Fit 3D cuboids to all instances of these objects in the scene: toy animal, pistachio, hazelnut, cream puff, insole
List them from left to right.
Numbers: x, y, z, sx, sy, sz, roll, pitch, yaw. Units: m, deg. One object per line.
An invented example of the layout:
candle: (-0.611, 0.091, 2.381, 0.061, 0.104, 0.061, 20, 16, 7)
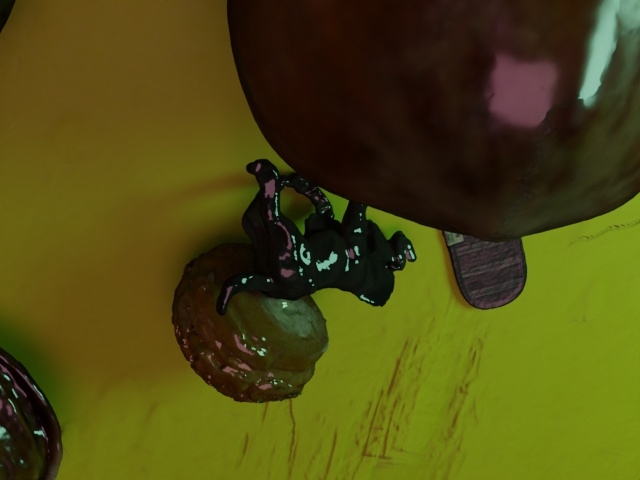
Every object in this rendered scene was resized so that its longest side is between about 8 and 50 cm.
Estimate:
pistachio: (-0.339, 0.178, 0.912, 0.165, 0.130, 0.210, -16, 100, 9)
cream puff: (-0.074, 0.083, 0.897, 0.115, 0.150, 0.165, -36, 72, 27)
toy animal: (0.000, 0.000, 0.858, 0.233, 0.085, 0.148, -11, 82, -44)
insole: (0.141, -0.063, 0.926, 0.110, 0.012, 0.309, -18, 115, -1)
hazelnut: (0.112, -0.182, 0.689, 0.366, 0.365, 0.365, -3, 115, -6)

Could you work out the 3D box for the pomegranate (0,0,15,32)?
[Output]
pomegranate: (-0.359, -0.213, 0.705, 0.248, 0.214, 0.214, 9, 118, 25)
